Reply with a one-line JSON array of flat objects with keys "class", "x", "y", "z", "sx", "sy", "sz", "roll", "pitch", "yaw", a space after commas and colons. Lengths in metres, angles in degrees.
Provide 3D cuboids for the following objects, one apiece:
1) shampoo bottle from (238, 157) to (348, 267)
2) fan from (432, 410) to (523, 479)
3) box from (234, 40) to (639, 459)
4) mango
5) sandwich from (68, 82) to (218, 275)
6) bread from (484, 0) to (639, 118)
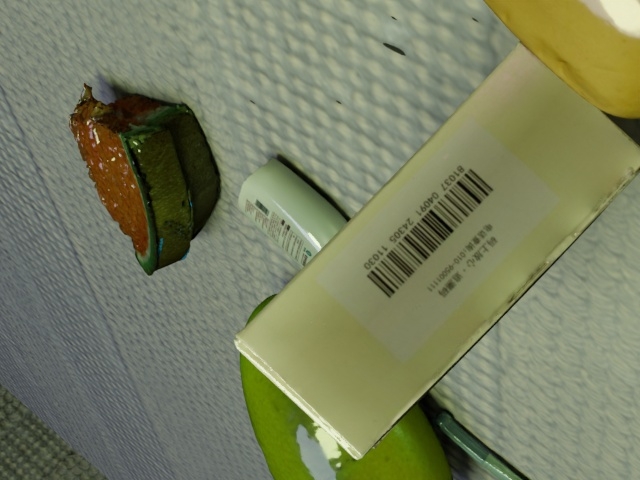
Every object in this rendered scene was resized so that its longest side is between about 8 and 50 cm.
[{"class": "shampoo bottle", "x": 0.000, "y": 0.000, "z": 1.072, "sx": 0.152, "sy": 0.045, "sz": 0.077, "roll": 43, "pitch": 155, "yaw": 14}, {"class": "fan", "x": 0.178, "y": 0.217, "z": 1.159, "sx": 0.193, "sy": 0.016, "sz": 0.038, "roll": 39, "pitch": 154, "yaw": 15}, {"class": "box", "x": 0.065, "y": 0.013, "z": 0.714, "sx": 0.095, "sy": 0.212, "sz": 0.168, "roll": 44, "pitch": 178, "yaw": 6}, {"class": "mango", "x": 0.021, "y": 0.181, "z": 1.197, "sx": 0.273, "sy": 0.149, "sz": 0.185, "roll": 62, "pitch": 167, "yaw": -21}, {"class": "sandwich", "x": -0.159, "y": -0.057, "z": 1.233, "sx": 0.159, "sy": 0.079, "sz": 0.235, "roll": 43, "pitch": 156, "yaw": 36}, {"class": "bread", "x": 0.121, "y": -0.132, "z": 0.590, "sx": 0.173, "sy": 0.085, "sz": 0.134, "roll": 46, "pitch": 158, "yaw": 4}]
